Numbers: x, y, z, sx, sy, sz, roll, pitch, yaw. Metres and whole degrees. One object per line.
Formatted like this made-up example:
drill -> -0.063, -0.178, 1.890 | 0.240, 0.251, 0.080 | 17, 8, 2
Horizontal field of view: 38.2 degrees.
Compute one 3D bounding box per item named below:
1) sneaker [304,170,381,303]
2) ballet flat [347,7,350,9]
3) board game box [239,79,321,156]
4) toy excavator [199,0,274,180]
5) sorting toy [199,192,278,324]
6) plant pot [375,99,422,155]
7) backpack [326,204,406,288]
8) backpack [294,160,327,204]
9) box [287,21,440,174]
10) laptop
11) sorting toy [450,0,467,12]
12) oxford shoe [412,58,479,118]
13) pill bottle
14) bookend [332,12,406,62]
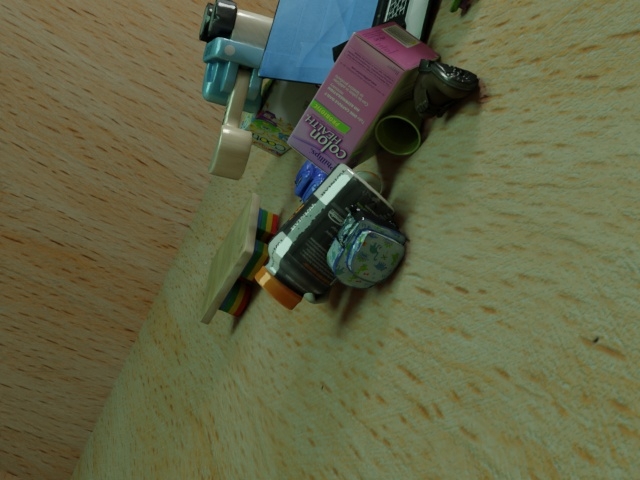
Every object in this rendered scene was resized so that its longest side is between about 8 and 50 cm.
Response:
sneaker -> 0.042, 0.003, 1.653 | 0.262, 0.099, 0.121 | -59, 37, 12
ballet flat -> 0.029, -0.461, 2.323 | 0.409, 0.147, 0.147 | -26, 41, 66
board game box -> -0.115, -0.354, 2.590 | 0.275, 0.142, 0.144 | -23, 44, 68
toy excavator -> -0.214, -0.389, 2.407 | 0.433, 0.222, 0.445 | -153, 75, -73
sorting toy -> -0.197, 0.057, 2.323 | 0.255, 0.089, 0.257 | -56, 18, 30
plant pot -> 0.148, -0.207, 1.634 | 0.083, 0.083, 0.079 | -48, 10, 46
backpack -> 0.070, 0.021, 1.463 | 0.114, 0.105, 0.084 | -58, 30, 17
backpack -> -0.001, -0.104, 1.908 | 0.120, 0.101, 0.098 | -89, 22, -49
box -> 0.081, -0.260, 1.691 | 0.243, 0.117, 0.213 | -57, -9, 28
laptop -> 0.074, -0.552, 2.034 | 0.408, 0.236, 0.382 | 155, 132, -67
sorting toy -> 0.272, -0.454, 1.677 | 0.061, 0.042, 0.102 | -60, -8, -58
oxford shoe -> 0.200, -0.240, 1.509 | 0.227, 0.082, 0.096 | -105, 33, -79
pill bottle -> 0.000, 0.000, 1.549 | 0.246, 0.130, 0.130 | -48, 17, 2
bookend -> 0.127, -0.339, 1.832 | 0.157, 0.156, 0.072 | -25, 28, 13
